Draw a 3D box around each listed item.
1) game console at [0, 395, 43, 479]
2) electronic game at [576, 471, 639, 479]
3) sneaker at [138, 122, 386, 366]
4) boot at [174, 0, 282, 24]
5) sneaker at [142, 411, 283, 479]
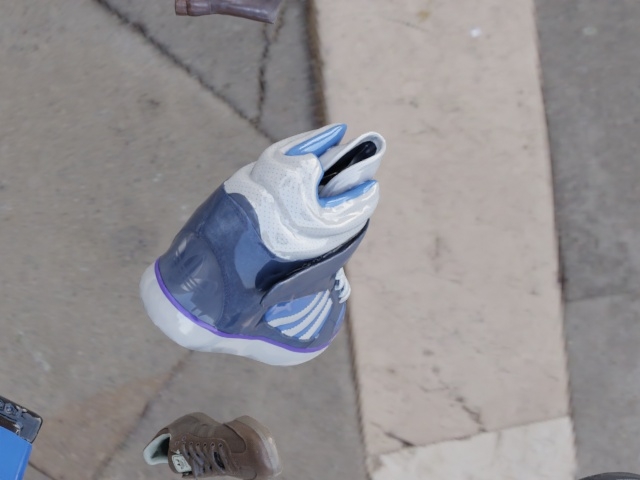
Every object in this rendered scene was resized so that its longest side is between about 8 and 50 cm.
[{"bbox_3d":[-0.513,0.228,1.598,0.293,0.250,0.173,33,74,-24],"label":"game console"},{"bbox_3d":[0.164,0.256,0.840,0.229,0.048,0.229,-12,113,-29],"label":"electronic game"},{"bbox_3d":[0.000,0.000,1.211,0.236,0.323,0.130,-42,69,19],"label":"sneaker"},{"bbox_3d":[-0.091,-0.279,1.363,0.114,0.037,0.106,3,79,4],"label":"boot"},{"bbox_3d":[-0.105,0.210,1.255,0.071,0.188,0.066,-26,100,-30],"label":"sneaker"}]
